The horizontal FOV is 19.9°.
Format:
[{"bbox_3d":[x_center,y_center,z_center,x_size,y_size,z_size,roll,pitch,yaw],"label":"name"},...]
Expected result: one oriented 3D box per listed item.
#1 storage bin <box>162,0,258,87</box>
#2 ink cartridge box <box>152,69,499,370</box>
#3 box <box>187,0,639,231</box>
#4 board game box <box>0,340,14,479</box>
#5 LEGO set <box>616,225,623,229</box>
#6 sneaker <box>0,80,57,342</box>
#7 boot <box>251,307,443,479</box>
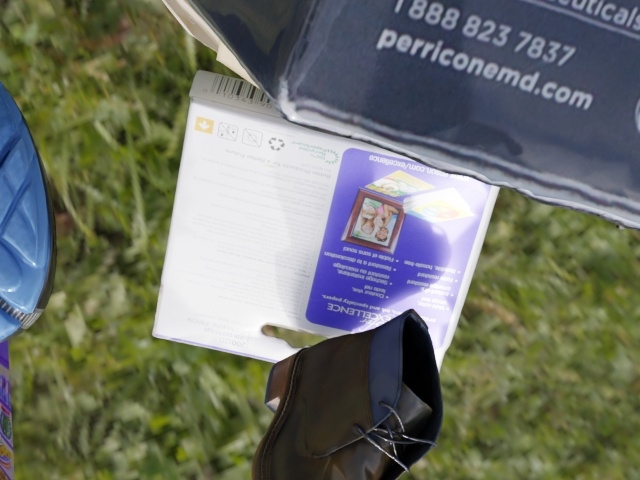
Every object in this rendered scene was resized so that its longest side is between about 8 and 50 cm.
[{"bbox_3d":[0.018,-0.249,1.070,0.123,0.262,0.260,35,71,5],"label":"storage bin"},{"bbox_3d":[0.000,0.000,1.221,0.206,0.045,0.208,13,129,-1],"label":"ink cartridge box"},{"bbox_3d":[0.105,-0.235,0.543,0.212,0.293,0.395,14,109,-24],"label":"box"},{"bbox_3d":[-0.214,0.044,0.686,0.078,0.233,0.347,-12,153,8],"label":"board game box"},{"bbox_3d":[0.224,-0.103,0.948,0.192,0.331,0.255,-11,89,7],"label":"LEGO set"},{"bbox_3d":[-0.132,-0.036,0.620,0.067,0.188,0.078,-39,142,0],"label":"sneaker"},{"bbox_3d":[0.021,0.131,1.146,0.106,0.219,0.082,-32,124,23],"label":"boot"}]
